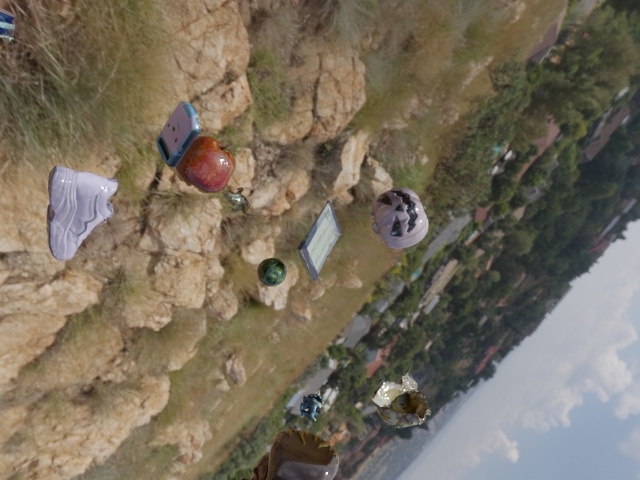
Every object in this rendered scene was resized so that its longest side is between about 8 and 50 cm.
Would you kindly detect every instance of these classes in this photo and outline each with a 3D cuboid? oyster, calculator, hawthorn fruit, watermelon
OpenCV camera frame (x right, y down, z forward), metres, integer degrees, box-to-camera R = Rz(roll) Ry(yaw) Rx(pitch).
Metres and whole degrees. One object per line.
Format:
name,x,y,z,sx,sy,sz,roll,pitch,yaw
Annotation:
oyster,0.288,0.552,1.484,0.133,0.197,0.337,-65,162,13
calculator,-0.592,-0.437,1.751,0.293,0.173,0.051,-43,157,31
hawthorn fruit,-0.541,-0.364,2.019,0.299,0.275,0.275,-38,155,14
watermelon,-0.163,0.108,1.399,0.109,0.109,0.109,-35,150,-25

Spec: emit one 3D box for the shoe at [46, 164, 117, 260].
shoe,-0.562,-0.057,0.992,0.137,0.095,0.245,2,125,-33

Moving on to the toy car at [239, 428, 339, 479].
toy car,-0.079,0.607,0.965,0.340,0.271,0.241,-27,138,-77

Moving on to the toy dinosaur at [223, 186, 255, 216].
toy dinosaur,-0.193,-0.089,0.985,0.058,0.180,0.037,-4,128,-19

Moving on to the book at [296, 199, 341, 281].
book,-0.001,0.000,1.404,0.231,0.026,0.158,-60,143,-35

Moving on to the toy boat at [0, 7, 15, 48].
toy boat,-0.998,-0.545,1.245,0.067,0.220,0.291,30,102,-23

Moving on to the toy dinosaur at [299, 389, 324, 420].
toy dinosaur,-0.017,0.364,0.932,0.083,0.047,0.031,-50,134,-71

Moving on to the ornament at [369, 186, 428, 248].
ornament,0.219,-0.061,1.216,0.177,0.177,0.178,-35,150,-25
